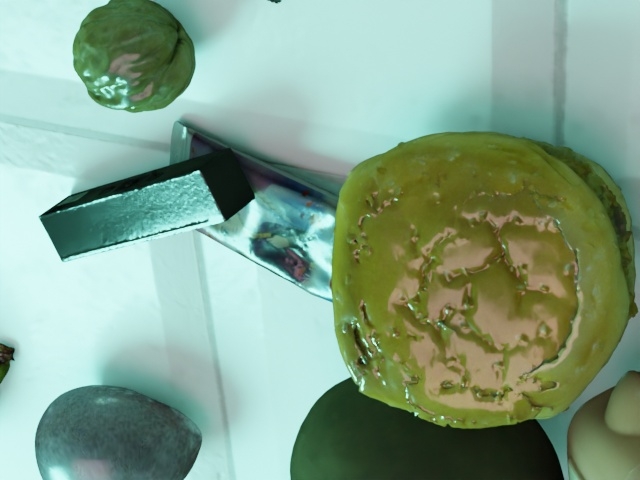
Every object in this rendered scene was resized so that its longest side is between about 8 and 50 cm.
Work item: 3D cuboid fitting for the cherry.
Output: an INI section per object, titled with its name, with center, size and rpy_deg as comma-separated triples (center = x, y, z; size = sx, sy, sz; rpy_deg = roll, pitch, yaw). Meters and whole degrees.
[cherry]
center = -0.168, 0.202, 1.460
size = 0.148, 0.115, 0.188
rpy_deg = -25, 131, -3

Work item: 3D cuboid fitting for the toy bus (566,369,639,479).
[toy bus]
center = 0.275, 0.195, 1.112
size = 0.194, 0.288, 0.232
rpy_deg = -20, 112, -8

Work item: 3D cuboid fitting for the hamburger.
[hamburger]
center = 0.109, 0.022, 1.116
size = 0.213, 0.108, 0.214
rpy_deg = 4, 100, 20

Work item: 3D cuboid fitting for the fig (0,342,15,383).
[fig]
center = -0.358, 0.149, 1.521
size = 0.133, 0.185, 0.126
rpy_deg = 51, 170, -26

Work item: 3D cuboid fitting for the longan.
[longan]
center = 0.084, 0.191, 1.252
size = 0.196, 0.196, 0.220
rpy_deg = -29, 99, 41

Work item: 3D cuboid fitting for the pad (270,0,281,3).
[pad]
center = -0.098, -0.238, 1.100
size = 0.193, 0.004, 0.116
rpy_deg = 26, 135, 4

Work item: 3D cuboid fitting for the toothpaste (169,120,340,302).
[toothpaste]
center = 0.000, 0.000, 1.232
size = 0.266, 0.061, 0.096
rpy_deg = 25, 133, 14

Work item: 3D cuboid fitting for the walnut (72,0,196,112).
[walnut]
center = -0.130, -0.129, 1.162
size = 0.092, 0.092, 0.092
rpy_deg = 14, 133, 16

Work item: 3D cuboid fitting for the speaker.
[speaker]
center = -0.134, -0.026, 1.260
size = 0.191, 0.040, 0.046
rpy_deg = -12, 109, 43
